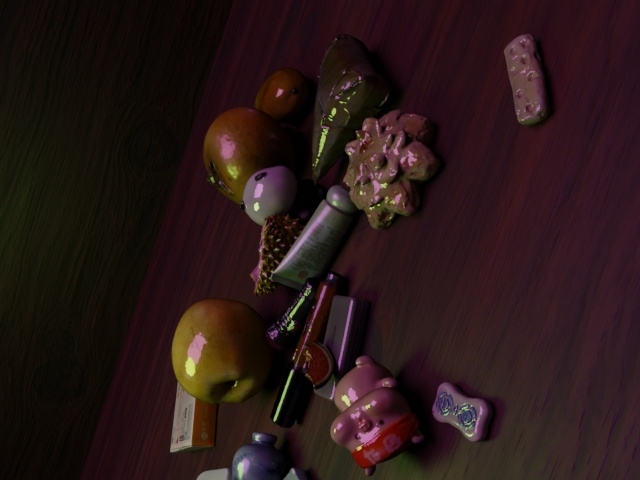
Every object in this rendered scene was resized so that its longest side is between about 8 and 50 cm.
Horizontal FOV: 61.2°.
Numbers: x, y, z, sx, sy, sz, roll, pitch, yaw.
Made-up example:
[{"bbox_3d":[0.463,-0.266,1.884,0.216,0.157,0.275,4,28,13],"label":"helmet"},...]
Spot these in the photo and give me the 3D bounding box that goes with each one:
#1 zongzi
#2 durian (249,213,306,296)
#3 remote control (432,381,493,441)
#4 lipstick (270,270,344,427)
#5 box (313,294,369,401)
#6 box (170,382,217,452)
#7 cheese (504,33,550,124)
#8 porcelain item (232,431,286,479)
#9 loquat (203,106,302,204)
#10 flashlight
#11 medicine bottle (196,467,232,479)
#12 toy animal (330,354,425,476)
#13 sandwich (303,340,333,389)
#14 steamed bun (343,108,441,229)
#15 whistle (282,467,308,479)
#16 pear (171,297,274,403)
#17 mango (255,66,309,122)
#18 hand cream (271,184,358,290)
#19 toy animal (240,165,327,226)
[{"bbox_3d":[0.041,-0.375,1.542,0.323,0.160,0.360,-100,32,-47],"label":"zongzi"},{"bbox_3d":[-0.110,0.053,1.543,0.260,0.186,0.153,91,167,-45],"label":"durian"},{"bbox_3d":[0.247,0.300,0.953,0.122,0.032,0.074,12,86,61],"label":"remote control"},{"bbox_3d":[-0.030,0.280,1.394,0.077,0.077,0.418,28,100,60],"label":"lipstick"},{"bbox_3d":[0.049,0.255,1.290,0.103,0.055,0.243,-1,75,60],"label":"box"},{"bbox_3d":[-0.448,0.605,1.922,0.221,0.091,0.274,-34,48,50],"label":"box"},{"bbox_3d":[0.386,-0.302,1.011,0.065,0.043,0.194,-33,48,51],"label":"cheese"},{"bbox_3d":[-0.166,0.623,1.369,0.141,0.141,0.259,-23,49,54],"label":"porcelain item"},{"bbox_3d":[-0.215,-0.286,1.790,0.359,0.328,0.328,-33,23,-19],"label":"loquat"},{"bbox_3d":[-0.061,0.202,1.479,0.232,0.093,0.093,-53,35,26],"label":"flashlight"},{"bbox_3d":[-0.262,0.728,1.525,0.296,0.111,0.161,-32,54,48],"label":"medicine bottle"},{"bbox_3d":[0.102,0.344,1.057,0.171,0.171,0.197,-61,28,21],"label":"toy animal"},{"bbox_3d":[-0.004,0.288,1.241,0.135,0.067,0.029,-96,12,-53],"label":"sandwich"},{"bbox_3d":[0.146,-0.178,1.270,0.292,0.137,0.295,21,92,58],"label":"steamed bun"},{"bbox_3d":[-0.042,0.678,1.156,0.405,0.188,0.168,-57,-12,-72],"label":"whistle"},{"bbox_3d":[-0.281,0.318,1.577,0.314,0.314,0.314,-35,47,48],"label":"pear"},{"bbox_3d":[-0.141,-0.518,1.923,0.195,0.142,0.331,-64,28,7],"label":"mango"},{"bbox_3d":[0.000,0.000,1.440,0.306,0.147,0.093,-60,32,11],"label":"hand cream"},{"bbox_3d":[-0.111,-0.117,1.584,0.187,0.235,0.165,-63,25,18],"label":"toy animal"}]
